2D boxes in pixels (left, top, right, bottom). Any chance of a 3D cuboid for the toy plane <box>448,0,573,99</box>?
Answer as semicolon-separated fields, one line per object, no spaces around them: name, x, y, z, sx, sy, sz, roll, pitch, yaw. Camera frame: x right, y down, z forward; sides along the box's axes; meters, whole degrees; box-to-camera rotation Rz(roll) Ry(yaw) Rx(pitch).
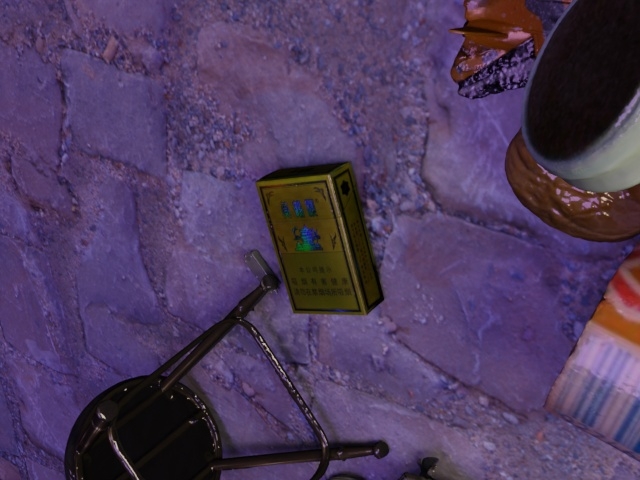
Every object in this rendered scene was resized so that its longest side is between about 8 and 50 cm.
toy plane;0.292;-0.222;0.768;0.316;0.103;0.204;15;114;20

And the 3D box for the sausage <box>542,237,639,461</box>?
sausage;0.409;0.146;0.774;0.287;0.233;0.233;27;126;25

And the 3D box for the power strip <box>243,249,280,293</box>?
power strip;-0.096;0.053;1.249;0.083;0.017;0.027;53;133;3

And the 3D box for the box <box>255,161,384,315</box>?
box;0.000;0.000;1.120;0.141;0.064;0.220;-3;112;38

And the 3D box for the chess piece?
chess piece;0.350;-0.104;0.659;0.299;0.194;0.194;17;132;-17

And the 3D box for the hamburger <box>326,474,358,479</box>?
hamburger;0.055;0.477;1.320;0.140;0.062;0.133;43;135;9

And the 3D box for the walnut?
walnut;0.292;-0.078;0.804;0.184;0.155;0.155;32;128;19

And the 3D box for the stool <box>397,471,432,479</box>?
stool;0.142;0.533;1.125;0.170;0.243;0.269;19;130;-12

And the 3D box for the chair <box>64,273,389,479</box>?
chair;-0.207;0.340;1.260;0.410;0.365;0.362;-27;99;48

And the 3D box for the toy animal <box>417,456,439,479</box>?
toy animal;0.170;0.363;1.195;0.028;0.050;0.084;4;116;-9
